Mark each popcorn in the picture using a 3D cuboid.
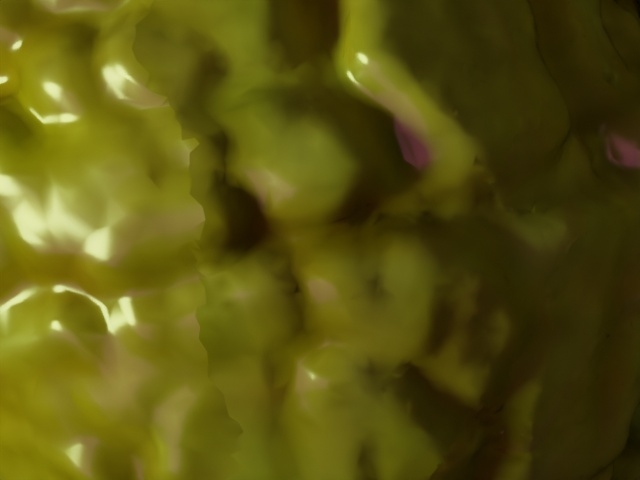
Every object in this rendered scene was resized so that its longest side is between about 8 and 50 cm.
[{"bbox_3d":[-0.015,-0.007,0.726,0.390,0.354,0.344,19,162,-25],"label":"popcorn"}]
